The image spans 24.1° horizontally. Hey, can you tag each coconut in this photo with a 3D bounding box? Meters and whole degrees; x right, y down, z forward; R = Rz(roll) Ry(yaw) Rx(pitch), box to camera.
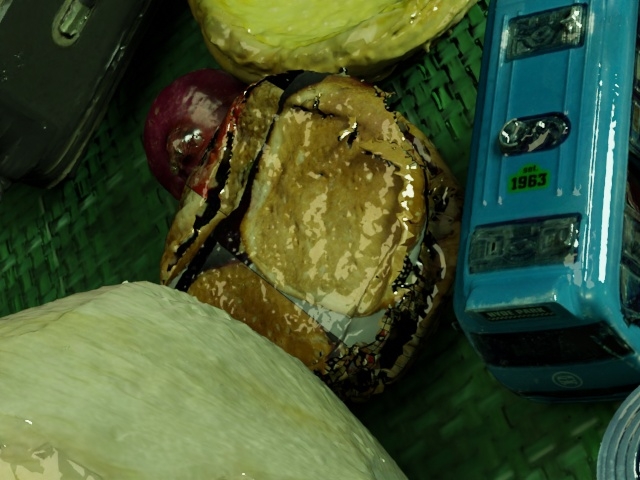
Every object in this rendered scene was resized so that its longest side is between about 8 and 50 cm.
[{"bbox_3d":[-0.099,0.208,0.795,0.404,0.404,0.405,-17,57,29],"label":"coconut"}]

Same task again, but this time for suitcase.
[{"bbox_3d":[-0.257,-0.240,1.278,0.283,0.194,0.434,17,78,42],"label":"suitcase"}]

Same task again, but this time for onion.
[{"bbox_3d":[-0.085,-0.075,1.128,0.107,0.097,0.107,7,109,21],"label":"onion"}]

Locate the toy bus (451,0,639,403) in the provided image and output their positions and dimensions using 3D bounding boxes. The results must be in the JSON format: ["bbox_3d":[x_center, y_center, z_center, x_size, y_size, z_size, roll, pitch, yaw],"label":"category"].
[{"bbox_3d":[0.154,-0.034,0.898,0.113,0.134,0.246,-7,62,34],"label":"toy bus"}]

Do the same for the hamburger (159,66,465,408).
[{"bbox_3d":[0.000,0.000,1.008,0.231,0.106,0.231,-14,66,33],"label":"hamburger"}]

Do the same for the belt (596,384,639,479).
[{"bbox_3d":[0.244,0.133,0.777,0.190,0.082,0.141,3,66,39],"label":"belt"}]

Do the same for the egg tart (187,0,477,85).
[{"bbox_3d":[0.032,-0.222,1.103,0.294,0.123,0.294,-15,58,26],"label":"egg tart"}]
